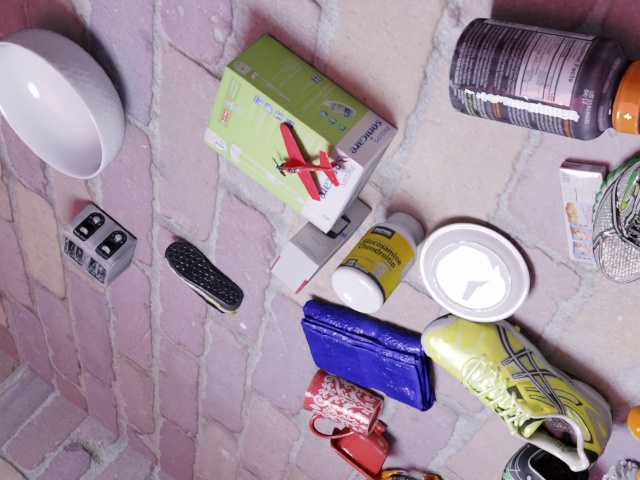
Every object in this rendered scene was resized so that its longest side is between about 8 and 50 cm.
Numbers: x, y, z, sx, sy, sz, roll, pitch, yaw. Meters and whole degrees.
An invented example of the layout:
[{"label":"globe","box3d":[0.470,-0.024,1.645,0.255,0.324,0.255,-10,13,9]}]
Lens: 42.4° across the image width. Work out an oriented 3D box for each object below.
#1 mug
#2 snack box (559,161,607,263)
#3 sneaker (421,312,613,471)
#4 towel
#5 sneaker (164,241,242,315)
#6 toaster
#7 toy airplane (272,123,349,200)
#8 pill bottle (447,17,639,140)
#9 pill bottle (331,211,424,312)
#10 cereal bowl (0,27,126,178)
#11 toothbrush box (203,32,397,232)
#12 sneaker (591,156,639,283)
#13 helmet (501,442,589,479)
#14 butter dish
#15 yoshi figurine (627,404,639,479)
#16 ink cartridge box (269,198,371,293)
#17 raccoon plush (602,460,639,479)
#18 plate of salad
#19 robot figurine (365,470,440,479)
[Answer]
[{"label":"mug","box3d":[0.055,0.404,1.990,0.169,0.113,0.150,22,123,19]},{"label":"snack box","box3d":[0.400,-0.038,1.239,0.064,0.022,0.178,11,136,35]},{"label":"sneaker","box3d":[0.352,0.262,1.479,0.384,0.147,0.145,31,120,7]},{"label":"towel","box3d":[0.099,0.260,1.818,0.308,0.076,0.228,18,139,30]},{"label":"sneaker","box3d":[-0.295,0.105,2.021,0.234,0.084,0.097,43,147,-3]},{"label":"toaster","box3d":[-0.589,0.019,2.189,0.168,0.110,0.186,40,146,3]},{"label":"toy airplane","box3d":[-0.018,-0.118,1.338,0.151,0.028,0.151,24,140,22]},{"label":"pill bottle","box3d":[0.298,-0.203,1.057,0.245,0.130,0.130,19,140,29]},{"label":"pill bottle","box3d":[0.107,0.034,1.459,0.103,0.184,0.103,26,143,21]},{"label":"cereal bowl","box3d":[-0.540,-0.304,1.751,0.339,0.141,0.339,25,143,21]},{"label":"toothbrush box","box3d":[-0.042,-0.180,1.421,0.283,0.122,0.206,38,145,6]},{"label":"sneaker","box3d":[0.437,-0.050,1.070,0.134,0.146,0.343,24,144,11]},{"label":"helmet","box3d":[0.445,0.494,1.666,0.169,0.161,0.169,26,143,21]},{"label":"butter dish","box3d":[0.115,0.498,2.043,0.160,0.118,0.160,38,-174,2]},{"label":"yoshi figurine","box3d":[0.585,0.238,1.217,0.203,0.203,0.362,48,137,16]},{"label":"ink cartridge box","box3d":[0.000,0.000,1.536,0.072,0.175,0.127,42,146,4]},{"label":"raccoon plush","box3d":[0.735,0.626,1.589,0.446,0.216,0.299,57,171,30]},{"label":"plate of salad","box3d":[0.268,0.054,1.443,0.199,0.048,0.200,14,125,22]},{"label":"robot figurine","box3d":[0.239,0.666,2.129,0.211,0.085,0.291,50,146,-13]}]
